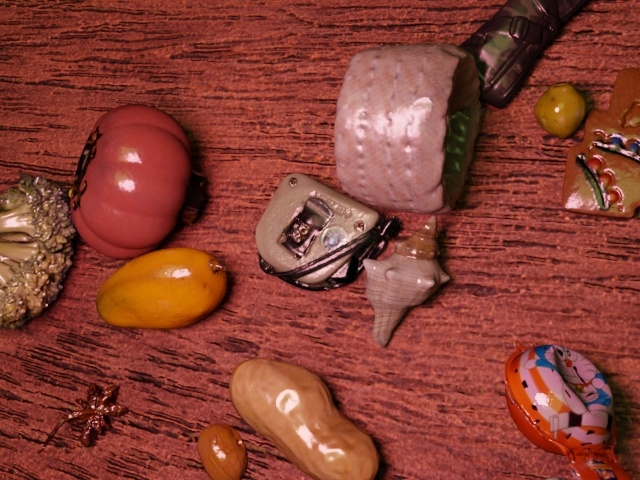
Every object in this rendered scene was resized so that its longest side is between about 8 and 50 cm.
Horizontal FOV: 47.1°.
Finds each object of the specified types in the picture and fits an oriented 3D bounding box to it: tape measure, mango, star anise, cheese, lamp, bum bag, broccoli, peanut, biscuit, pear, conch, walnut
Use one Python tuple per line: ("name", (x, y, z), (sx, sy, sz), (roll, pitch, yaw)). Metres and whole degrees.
("tape measure", (0.000, 0.000, 1.360), (0.235, 0.115, 0.207), (28, 85, 20))
("mango", (-0.304, 0.099, 1.404), (0.317, 0.176, 0.119), (-16, 49, 23))
("star anise", (-0.470, 0.355, 1.444), (0.191, 0.070, 0.097), (-44, 80, -9))
("cheese", (0.388, 0.284, 1.124), (0.129, 0.217, 0.329), (-60, 30, 34))
("lamp", (-0.348, -0.110, 1.422), (0.305, 0.240, 0.305), (-37, 46, 51))
("bum bag", (0.375, -0.403, 1.344), (0.144, 0.095, 0.340), (40, 93, 6))
("broccoli", (-0.626, 0.038, 1.450), (0.375, 0.302, 0.249), (-40, 89, 17))
("peanut", (-0.030, 0.311, 1.288), (0.319, 0.147, 0.147), (35, 90, 23))
("biscuit", (0.546, -0.142, 1.260), (0.301, 0.043, 0.278), (-41, 70, 5))
("pear", (0.421, -0.225, 1.292), (0.092, 0.092, 0.097), (-15, 106, 13))
("conch", (0.145, 0.063, 1.290), (0.137, 0.114, 0.234), (40, 83, -8))
("walnut", (-0.190, 0.397, 1.363), (0.091, 0.052, 0.121), (-36, 69, 10))

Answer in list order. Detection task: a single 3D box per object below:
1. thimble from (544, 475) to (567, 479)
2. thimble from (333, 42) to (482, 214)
("thimble", (0.402, 0.472, 1.105), (0.211, 0.185, 0.149), (33, 91, -8))
("thimble", (0.157, -0.200, 1.276), (0.195, 0.291, 0.291), (10, 81, 22))
